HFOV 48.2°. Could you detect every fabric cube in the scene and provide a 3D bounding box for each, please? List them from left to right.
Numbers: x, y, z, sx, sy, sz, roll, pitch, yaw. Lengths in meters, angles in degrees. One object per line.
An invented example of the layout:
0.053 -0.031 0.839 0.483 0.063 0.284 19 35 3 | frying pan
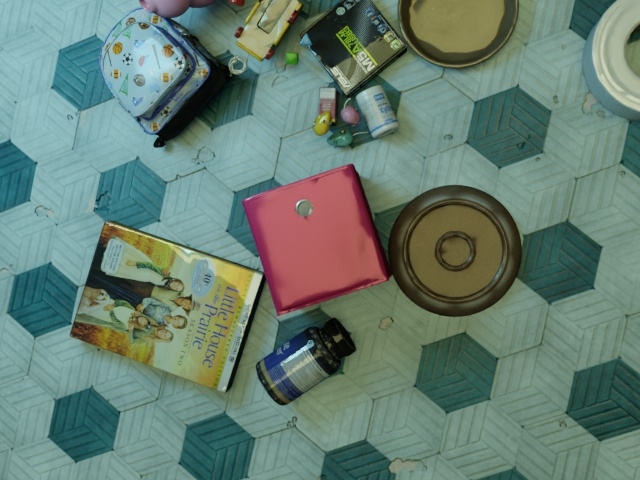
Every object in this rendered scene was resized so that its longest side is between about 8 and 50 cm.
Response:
0.000 0.000 1.598 0.254 0.259 0.258 -17 87 6 | fabric cube

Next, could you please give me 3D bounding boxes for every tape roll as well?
0.735 -0.411 1.580 0.286 0.100 0.286 0 89 8 | tape roll

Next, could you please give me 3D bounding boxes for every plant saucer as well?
0.312 0.024 1.662 0.310 0.050 0.311 0 90 7 | plant saucer
0.318 -0.536 1.667 0.277 0.041 0.278 0 91 8 | plant saucer

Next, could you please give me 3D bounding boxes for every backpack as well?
-0.393 -0.404 1.688 0.276 0.213 0.263 -43 74 8 | backpack

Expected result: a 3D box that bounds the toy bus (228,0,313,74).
-0.125 -0.502 1.686 0.202 0.104 0.191 -9 104 5 | toy bus

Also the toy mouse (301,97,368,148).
0.056 -0.260 1.670 0.161 0.143 0.031 -50 39 38 | toy mouse

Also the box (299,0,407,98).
0.078 -0.469 1.697 0.184 0.045 0.191 -37 84 5 | box

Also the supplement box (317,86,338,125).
0.019 -0.318 1.698 0.043 0.055 0.083 3 89 8 | supplement box

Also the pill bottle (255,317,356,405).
-0.031 0.278 1.669 0.219 0.123 0.123 -35 85 6 | pill bottle

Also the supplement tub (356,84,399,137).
0.134 -0.300 1.675 0.071 0.071 0.107 -24 88 7 | supplement tub

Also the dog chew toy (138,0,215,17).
-0.283 -0.631 1.628 0.206 0.206 0.332 40 68 6 | dog chew toy

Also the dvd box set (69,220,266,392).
-0.372 0.159 1.747 0.420 0.062 0.308 19 93 8 | dvd box set
